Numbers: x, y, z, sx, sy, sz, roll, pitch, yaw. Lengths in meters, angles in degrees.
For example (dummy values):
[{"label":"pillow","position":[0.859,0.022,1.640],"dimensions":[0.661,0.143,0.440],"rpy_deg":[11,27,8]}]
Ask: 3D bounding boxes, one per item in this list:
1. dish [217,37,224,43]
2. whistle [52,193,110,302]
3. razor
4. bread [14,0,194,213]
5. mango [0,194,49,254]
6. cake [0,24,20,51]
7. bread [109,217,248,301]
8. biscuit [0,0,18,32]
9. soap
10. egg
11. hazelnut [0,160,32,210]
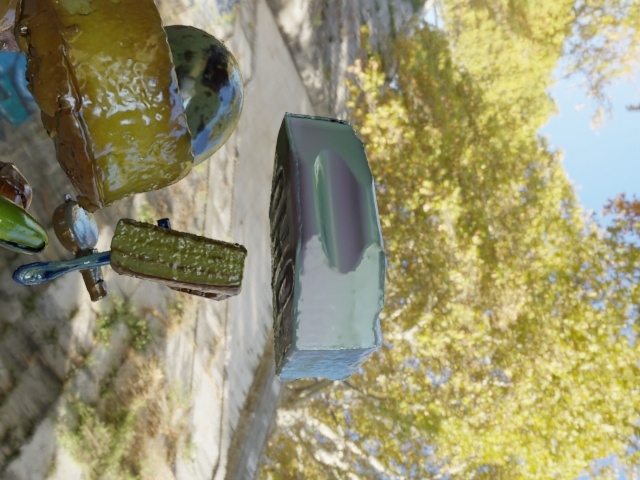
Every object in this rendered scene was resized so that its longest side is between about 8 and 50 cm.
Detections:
[{"label":"dish","position":[-0.354,-0.549,1.911],"dimensions":[0.141,0.078,0.141],"rpy_deg":[-53,-175,6]},{"label":"whistle","position":[-0.469,0.015,1.286],"dimensions":[0.057,0.219,0.107],"rpy_deg":[-19,-177,10]},{"label":"razor","position":[-0.422,0.033,1.265],"dimensions":[0.324,0.093,0.056],"rpy_deg":[-16,-165,-39]},{"label":"bread","position":[-0.337,-0.235,1.030],"dimensions":[0.216,0.397,0.398],"rpy_deg":[-16,-158,-14]},{"label":"mango","position":[-0.506,-0.027,1.064],"dimensions":[0.091,0.165,0.074],"rpy_deg":[24,-97,26]},{"label":"cake","position":[-0.687,-0.593,1.408],"dimensions":[0.314,0.307,0.293],"rpy_deg":[24,-105,37]},{"label":"bread","position":[-0.252,0.040,1.185],"dimensions":[0.234,0.110,0.184],"rpy_deg":[13,174,-6]},{"label":"biscuit","position":[-0.645,-0.492,1.142],"dimensions":[0.355,0.275,0.052],"rpy_deg":[32,-162,19]},{"label":"soap","position":[0.000,0.000,1.161],"dimensions":[0.156,0.261,0.445],"rpy_deg":[3,-118,-13]},{"label":"egg","position":[-0.393,-0.356,1.718],"dimensions":[0.428,0.345,0.345],"rpy_deg":[-52,-166,23]},{"label":"hazelnut","position":[-0.833,-0.116,1.653],"dimensions":[0.182,0.182,0.182],"rpy_deg":[-18,-156,9]}]
